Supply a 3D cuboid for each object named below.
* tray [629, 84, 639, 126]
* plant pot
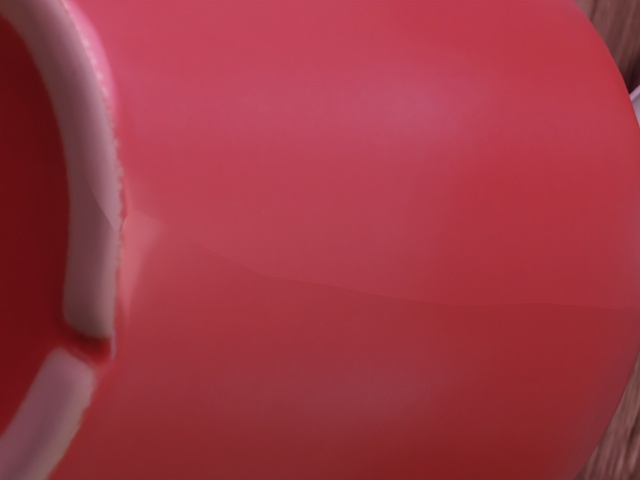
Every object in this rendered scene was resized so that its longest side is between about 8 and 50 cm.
[{"bbox_3d":[0.227,-0.045,1.181,0.270,0.030,0.145,-40,123,-43],"label":"tray"},{"bbox_3d":[-0.058,0.000,0.591,0.243,0.275,0.274,4,91,-53],"label":"plant pot"}]
